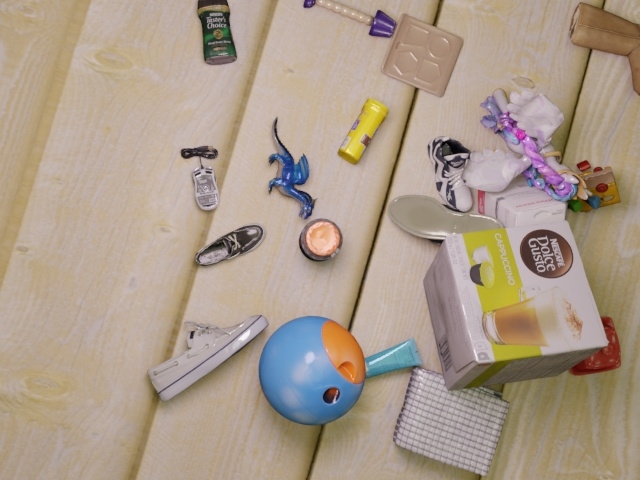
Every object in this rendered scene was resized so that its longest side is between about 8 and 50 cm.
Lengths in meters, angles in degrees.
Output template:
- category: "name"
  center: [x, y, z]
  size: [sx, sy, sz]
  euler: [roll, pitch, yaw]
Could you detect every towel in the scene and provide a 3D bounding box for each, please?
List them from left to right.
- category: "towel"
  center: [0.369, 0.505, 1.878]
  size: [0.283, 0.121, 0.235]
  euler: [18, 84, -1]

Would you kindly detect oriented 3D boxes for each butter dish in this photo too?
- category: "butter dish"
  center: [0.807, 0.311, 1.917]
  size: [0.159, 0.118, 0.160]
  euler: [-9, 88, -4]

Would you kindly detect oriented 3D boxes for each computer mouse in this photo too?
- category: "computer mouse"
  center: [-0.337, -0.177, 1.904]
  size: [0.106, 0.042, 0.193]
  euler: [-9, 82, -9]

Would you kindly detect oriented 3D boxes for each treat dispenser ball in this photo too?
- category: "treat dispenser ball"
  center: [-0.022, 0.347, 1.771]
  size: [0.288, 0.288, 0.288]
  euler: [0, 87, -4]

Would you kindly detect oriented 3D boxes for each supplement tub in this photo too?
- category: "supplement tub"
  center: [0.000, 0.000, 1.841]
  size: [0.117, 0.190, 0.117]
  euler: [0, 87, -4]

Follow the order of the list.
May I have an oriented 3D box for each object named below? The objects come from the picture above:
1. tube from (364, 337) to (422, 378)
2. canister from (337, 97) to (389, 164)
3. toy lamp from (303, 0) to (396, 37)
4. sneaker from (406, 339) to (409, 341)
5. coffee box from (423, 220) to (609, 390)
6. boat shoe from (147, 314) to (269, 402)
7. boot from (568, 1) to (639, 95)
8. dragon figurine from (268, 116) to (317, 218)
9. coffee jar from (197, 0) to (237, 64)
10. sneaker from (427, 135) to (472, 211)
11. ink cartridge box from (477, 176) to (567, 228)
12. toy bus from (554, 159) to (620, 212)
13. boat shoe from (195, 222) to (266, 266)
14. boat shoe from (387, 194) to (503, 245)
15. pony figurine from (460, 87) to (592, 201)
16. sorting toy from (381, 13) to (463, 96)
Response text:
- category: "tube"
  center: [0.181, 0.347, 1.886]
  size: [0.207, 0.052, 0.080]
  euler: [-19, 97, 5]
- category: "canister"
  center: [0.120, -0.310, 1.901]
  size: [0.073, 0.126, 0.170]
  euler: [31, 87, -2]
- category: "toy lamp"
  center: [0.089, -0.669, 1.944]
  size: [0.274, 0.080, 0.080]
  euler: [23, 85, -1]
- category: "sneaker"
  center: [0.247, 0.325, 1.918]
  size: [0.031, 0.035, 0.083]
  euler: [36, 87, -3]
- category: "coffee box"
  center: [0.491, 0.181, 1.747]
  size: [0.334, 0.338, 0.338]
  euler: [-7, 66, -5]
- category: "boat shoe"
  center: [-0.327, 0.285, 1.842]
  size: [0.367, 0.136, 0.156]
  euler: [-35, 87, 5]
- category: "boot"
  center: [0.880, -0.573, 1.993]
  size: [0.269, 0.089, 0.236]
  euler: [15, 75, -3]
- category: "dragon figurine"
  center: [-0.078, -0.203, 1.900]
  size: [0.144, 0.085, 0.289]
  euler: [0, 87, -4]
- category: "coffee jar"
  center: [-0.300, -0.607, 1.910]
  size: [0.096, 0.079, 0.184]
  euler: [-9, 87, -5]
- category: "sneaker"
  center: [0.386, -0.197, 1.898]
  size: [0.094, 0.153, 0.235]
  euler: [-15, 88, -3]
- category: "ink cartridge box"
  center: [0.563, -0.092, 1.860]
  size: [0.158, 0.218, 0.092]
  euler: [-11, 115, -11]
- category: "toy bus"
  center: [0.776, -0.134, 1.944]
  size: [0.191, 0.202, 0.104]
  euler: [-39, 121, -12]
- category: "boat shoe"
  center: [-0.254, 0.016, 1.882]
  size: [0.219, 0.070, 0.078]
  euler: [-28, 89, -5]
- category: "boat shoe"
  center: [0.358, -0.041, 1.895]
  size: [0.340, 0.113, 0.127]
  euler: [11, 72, 24]
- category: "pony figurine"
  center: [0.561, -0.270, 1.815]
  size: [0.351, 0.363, 0.303]
  euler: [21, 124, -23]
- category: "sorting toy"
  center: [0.302, -0.550, 1.974]
  size: [0.208, 0.038, 0.193]
  euler: [22, 86, -7]
